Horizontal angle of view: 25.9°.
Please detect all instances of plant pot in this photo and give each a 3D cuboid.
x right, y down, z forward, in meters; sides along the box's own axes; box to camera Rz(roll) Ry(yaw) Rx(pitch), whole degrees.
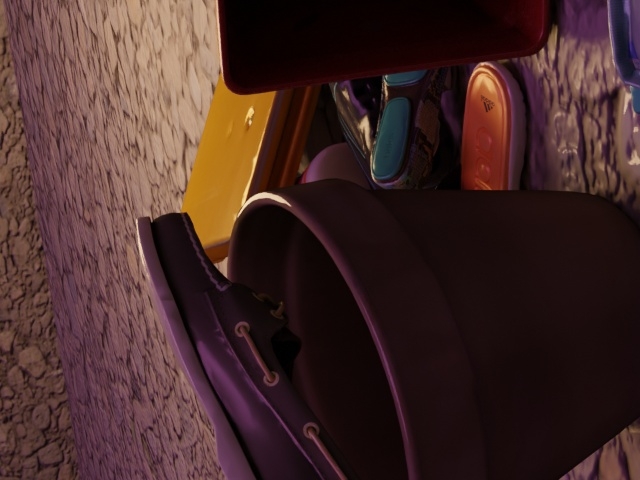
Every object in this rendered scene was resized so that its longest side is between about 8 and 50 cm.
[{"bbox_3d":[0.021,-0.301,1.136,0.236,0.267,0.267,-117,21,-58],"label":"plant pot"},{"bbox_3d":[0.115,0.085,1.104,0.323,0.280,0.323,165,90,-69],"label":"plant pot"}]

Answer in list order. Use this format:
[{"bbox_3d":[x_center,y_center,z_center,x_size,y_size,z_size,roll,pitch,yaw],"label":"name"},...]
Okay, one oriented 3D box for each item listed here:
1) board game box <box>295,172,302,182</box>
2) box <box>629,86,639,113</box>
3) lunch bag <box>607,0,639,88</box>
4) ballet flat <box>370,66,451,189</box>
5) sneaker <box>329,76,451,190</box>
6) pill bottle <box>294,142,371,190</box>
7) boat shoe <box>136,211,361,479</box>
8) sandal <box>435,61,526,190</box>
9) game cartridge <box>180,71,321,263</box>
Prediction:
[{"bbox_3d":[-0.005,0.002,1.671,0.201,0.035,0.136,35,136,58],"label":"board game box"},{"bbox_3d":[0.230,-0.209,0.869,0.060,0.100,0.244,5,110,66],"label":"box"},{"bbox_3d":[0.248,-0.213,0.655,0.160,0.223,0.262,13,117,57],"label":"lunch bag"},{"bbox_3d":[0.090,-0.132,1.289,0.070,0.070,0.188,-6,67,68],"label":"ballet flat"},{"bbox_3d":[0.039,-0.157,1.373,0.106,0.101,0.267,137,116,-68],"label":"sneaker"},{"bbox_3d":[0.000,0.000,1.490,0.221,0.121,0.121,-49,58,50],"label":"pill bottle"},{"bbox_3d":[-0.052,0.097,1.023,0.109,0.091,0.305,75,169,-61],"label":"boat shoe"},{"bbox_3d":[0.130,-0.035,1.261,0.102,0.076,0.265,43,143,53],"label":"sandal"},{"bbox_3d":[-0.080,-0.117,1.574,0.324,0.053,0.285,165,122,-72],"label":"game cartridge"}]
